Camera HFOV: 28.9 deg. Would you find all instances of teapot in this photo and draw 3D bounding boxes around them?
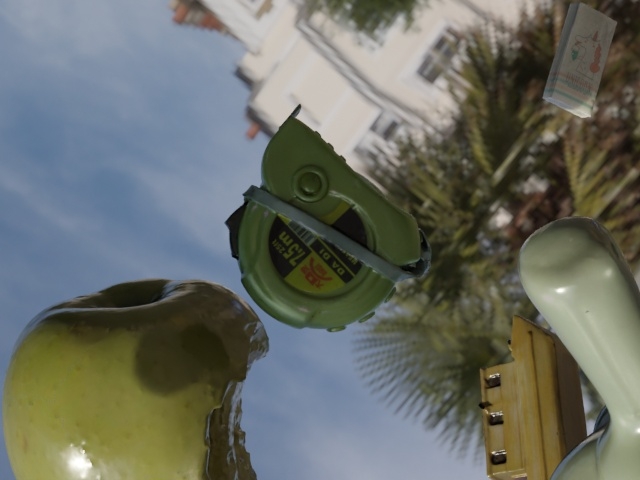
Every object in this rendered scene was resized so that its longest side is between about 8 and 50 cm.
[{"bbox_3d":[0.224,0.122,0.718,0.220,0.318,0.149,-3,-129,3],"label":"teapot"}]

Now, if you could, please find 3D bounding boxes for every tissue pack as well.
[{"bbox_3d":[0.267,-0.186,1.275,0.056,0.108,0.023,23,171,-26],"label":"tissue pack"}]

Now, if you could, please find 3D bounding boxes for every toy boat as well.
[{"bbox_3d":[0.169,0.158,0.993,0.057,0.077,0.200,30,-130,-46],"label":"toy boat"}]

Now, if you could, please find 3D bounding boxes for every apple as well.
[{"bbox_3d":[-0.168,0.162,1.156,0.279,0.279,0.279,30,-155,-16],"label":"apple"}]

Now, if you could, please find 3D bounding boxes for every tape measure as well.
[{"bbox_3d":[0.000,0.000,1.056,0.177,0.154,0.087,40,176,0],"label":"tape measure"}]
